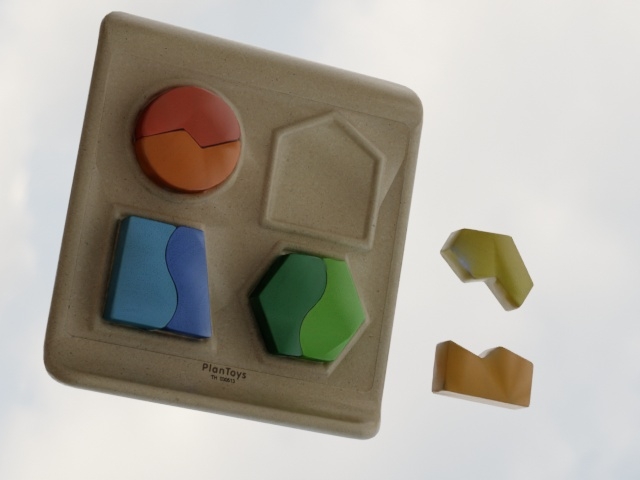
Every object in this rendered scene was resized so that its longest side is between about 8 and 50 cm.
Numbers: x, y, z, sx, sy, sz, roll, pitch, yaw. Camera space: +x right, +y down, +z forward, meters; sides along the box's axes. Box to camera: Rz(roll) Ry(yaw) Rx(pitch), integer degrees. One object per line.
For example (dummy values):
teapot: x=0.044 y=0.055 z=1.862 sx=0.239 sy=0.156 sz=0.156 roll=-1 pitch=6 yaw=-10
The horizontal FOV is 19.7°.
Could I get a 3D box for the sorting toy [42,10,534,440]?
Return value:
sorting toy: x=0.000 y=0.000 z=1.106 sx=0.041 sy=0.307 sz=0.229 roll=156 pitch=-56 yaw=-65
